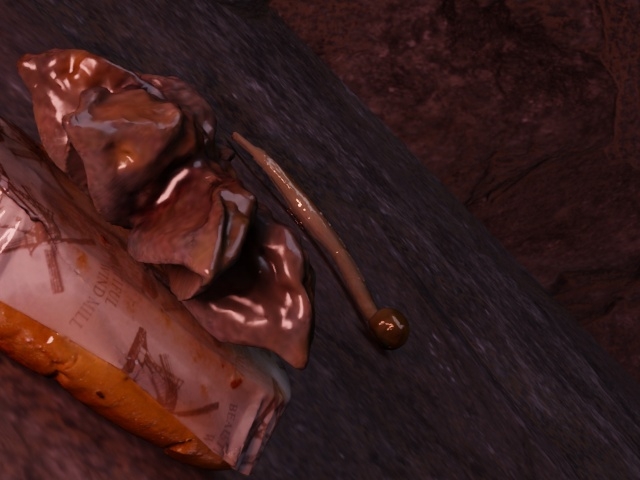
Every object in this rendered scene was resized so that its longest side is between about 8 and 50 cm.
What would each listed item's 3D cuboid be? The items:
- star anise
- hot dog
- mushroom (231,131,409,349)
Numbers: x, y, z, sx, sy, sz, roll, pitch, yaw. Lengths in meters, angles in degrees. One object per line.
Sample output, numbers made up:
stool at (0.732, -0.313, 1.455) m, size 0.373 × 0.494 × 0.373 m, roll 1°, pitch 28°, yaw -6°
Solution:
star anise at (-0.077, -0.030, 0.781) m, size 0.212 × 0.073 × 0.197 m, roll 52°, pitch 9°, yaw 31°
hot dog at (-0.116, 0.034, 0.796) m, size 0.268 × 0.075 × 0.144 m, roll 45°, pitch 14°, yaw -29°
mushroom at (0.003, -0.001, 1.528) m, size 0.306 × 0.043 × 0.068 m, roll 53°, pitch -14°, yaw 34°
